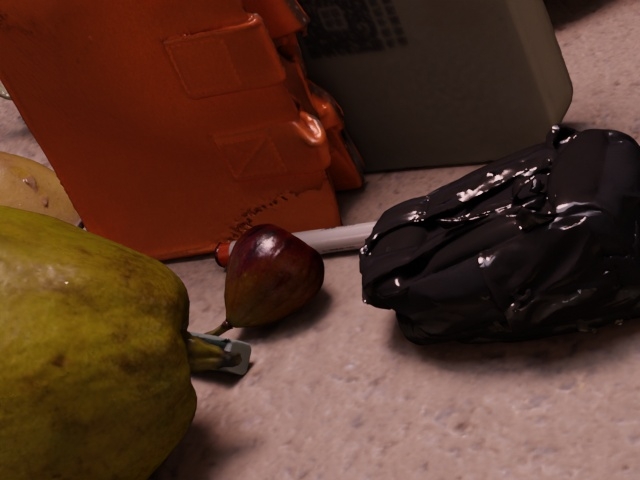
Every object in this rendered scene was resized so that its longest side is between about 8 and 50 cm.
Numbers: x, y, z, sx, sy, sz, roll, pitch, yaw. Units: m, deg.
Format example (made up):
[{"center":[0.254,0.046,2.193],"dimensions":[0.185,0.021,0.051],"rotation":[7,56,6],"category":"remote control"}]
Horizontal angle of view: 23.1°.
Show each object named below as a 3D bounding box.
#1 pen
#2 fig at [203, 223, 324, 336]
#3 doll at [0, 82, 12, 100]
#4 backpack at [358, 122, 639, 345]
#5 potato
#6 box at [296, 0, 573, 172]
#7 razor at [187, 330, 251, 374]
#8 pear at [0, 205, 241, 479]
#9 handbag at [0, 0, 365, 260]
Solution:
[{"center":[0.000,0.000,1.455],"dimensions":[0.218,0.026,0.026],"rotation":[-8,34,27],"category":"pen"},{"center":[-0.056,0.047,1.384],"dimensions":[0.125,0.089,0.089],"rotation":[-54,33,0],"category":"fig"},{"center":[-0.271,-0.197,1.896],"dimensions":[0.275,0.113,0.155],"rotation":[-17,21,27],"category":"doll"},{"center":[0.151,0.000,1.259],"dimensions":[0.258,0.133,0.206],"rotation":[-18,26,25],"category":"backpack"},{"center":[-0.365,-0.040,1.704],"dimensions":[0.202,0.117,0.182],"rotation":[-12,29,23],"category":"potato"},{"center":[0.018,-0.230,1.467],"dimensions":[0.373,0.367,0.090],"rotation":[-2,38,33],"category":"box"},{"center":[-0.175,0.088,1.426],"dimensions":[0.278,0.056,0.111],"rotation":[8,80,34],"category":"razor"},{"center":[-0.250,0.105,1.243],"dimensions":[0.375,0.287,0.287],"rotation":[-4,32,2],"category":"pear"},{"center":[-0.154,-0.178,1.463],"dimensions":[0.304,0.410,0.116],"rotation":[-8,35,28],"category":"handbag"}]
